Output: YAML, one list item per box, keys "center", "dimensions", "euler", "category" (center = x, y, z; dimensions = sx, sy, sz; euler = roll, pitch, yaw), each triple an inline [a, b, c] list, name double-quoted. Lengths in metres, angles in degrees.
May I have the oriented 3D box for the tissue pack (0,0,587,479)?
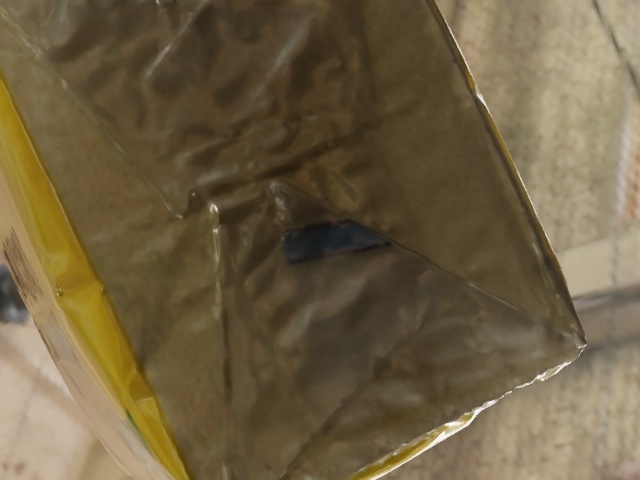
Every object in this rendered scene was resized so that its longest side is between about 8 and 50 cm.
- center: [-0.056, -0.015, 0.941]
  dimensions: [0.293, 0.228, 0.382]
  euler: [65, 166, -2]
  category: "tissue pack"
